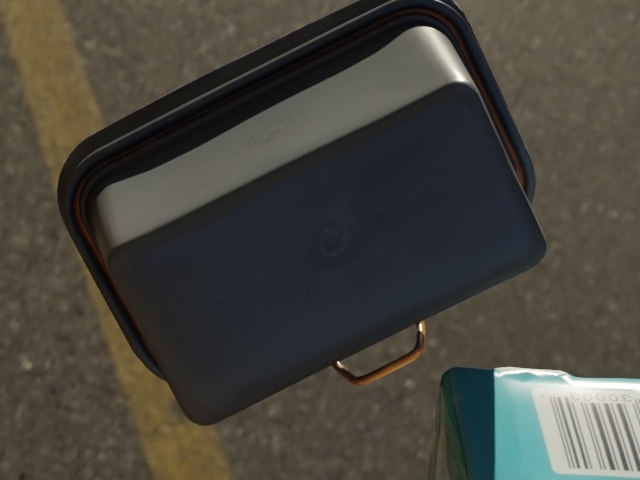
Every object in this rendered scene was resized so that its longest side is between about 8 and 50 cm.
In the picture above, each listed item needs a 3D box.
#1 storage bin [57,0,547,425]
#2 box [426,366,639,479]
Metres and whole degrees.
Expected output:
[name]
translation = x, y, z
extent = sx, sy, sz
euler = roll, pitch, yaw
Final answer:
[storage bin]
translation = 0.000, 0.000, 0.532
extent = 0.135, 0.098, 0.091
euler = -26, 15, 1
[box]
translation = 0.073, 0.154, 0.548
extent = 0.100, 0.244, 0.060
euler = 2, 30, -4
